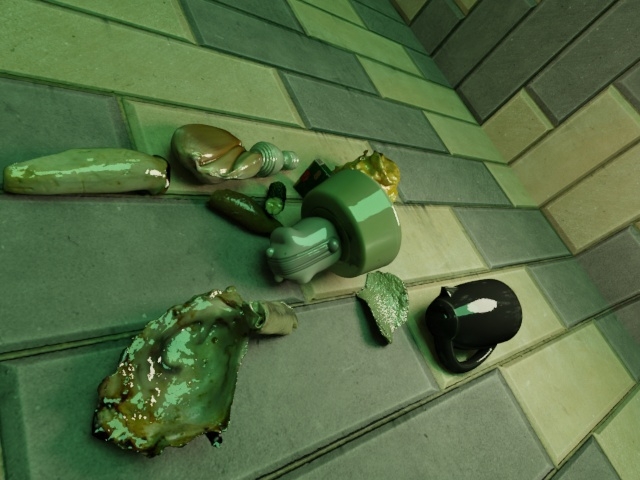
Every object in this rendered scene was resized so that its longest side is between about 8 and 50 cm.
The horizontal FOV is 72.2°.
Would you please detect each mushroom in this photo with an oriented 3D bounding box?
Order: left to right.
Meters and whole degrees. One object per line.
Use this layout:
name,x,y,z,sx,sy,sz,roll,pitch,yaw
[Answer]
mushroom,-0.485,-0.150,0.947,0.333,0.087,0.107,-6,62,-41

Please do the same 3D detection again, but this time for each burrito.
burrito,-0.104,0.163,0.935,0.082,0.059,0.275,56,2,14

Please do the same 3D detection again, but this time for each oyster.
oyster,-0.259,0.217,0.819,0.221,0.096,0.361,24,43,-17

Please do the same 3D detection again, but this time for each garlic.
garlic,-0.294,-0.221,1.162,0.217,0.110,0.228,41,32,12

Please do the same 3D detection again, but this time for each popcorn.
popcorn,0.150,-0.197,1.443,0.250,0.250,0.190,-42,126,-51

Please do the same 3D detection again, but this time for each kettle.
kettle,0.448,0.262,1.340,0.290,0.207,0.268,-3,86,-36

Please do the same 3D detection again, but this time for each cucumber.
cucumber,-0.122,-0.115,1.212,0.058,0.058,0.187,34,17,-14

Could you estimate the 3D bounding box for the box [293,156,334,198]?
box,0.029,-0.122,1.334,0.235,0.132,0.034,50,41,5

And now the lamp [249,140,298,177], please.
lamp,-0.140,-0.242,1.320,0.193,0.106,0.106,-14,66,-55

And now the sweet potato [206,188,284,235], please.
sweet potato,-0.176,-0.067,1.152,0.244,0.077,0.077,27,42,-19

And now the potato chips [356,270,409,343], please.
potato chips,0.181,0.187,1.260,0.167,0.059,0.228,36,44,-1

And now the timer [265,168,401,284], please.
timer,0.000,0.000,1.137,0.315,0.291,0.290,-28,76,-29
